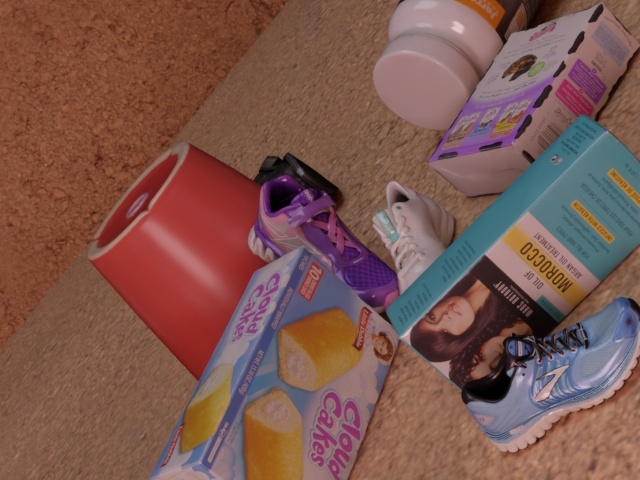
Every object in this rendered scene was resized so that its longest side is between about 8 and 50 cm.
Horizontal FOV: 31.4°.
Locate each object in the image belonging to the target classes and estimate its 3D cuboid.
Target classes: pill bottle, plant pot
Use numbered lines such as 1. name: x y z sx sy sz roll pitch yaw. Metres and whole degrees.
1. pill bottle: 0.182 -0.284 1.452 0.162 0.162 0.278 -21 33 54
2. plant pot: -0.146 0.023 1.463 0.275 0.243 0.275 -43 20 19

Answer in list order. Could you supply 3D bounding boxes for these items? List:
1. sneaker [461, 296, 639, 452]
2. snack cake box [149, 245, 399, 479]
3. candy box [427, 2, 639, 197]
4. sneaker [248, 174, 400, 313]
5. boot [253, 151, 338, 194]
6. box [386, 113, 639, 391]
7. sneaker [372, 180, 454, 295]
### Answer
1. sneaker: 0.175 0.096 0.869 0.162 0.073 0.063 -42 20 20
2. snack cake box: -0.034 0.157 1.098 0.089 0.152 0.264 -28 28 45
3. candy box: 0.228 -0.147 1.229 0.196 0.070 0.165 -56 20 -17
4. sneaker: 0.000 0.000 1.274 0.095 0.105 0.236 -22 39 -32
5. boot: -0.088 -0.011 1.673 0.229 0.091 0.263 -57 16 -7
6. box: 0.178 0.016 0.975 0.244 0.100 0.060 -46 20 9
7. sneaker: 0.092 0.008 1.193 0.080 0.094 0.212 -40 21 20
